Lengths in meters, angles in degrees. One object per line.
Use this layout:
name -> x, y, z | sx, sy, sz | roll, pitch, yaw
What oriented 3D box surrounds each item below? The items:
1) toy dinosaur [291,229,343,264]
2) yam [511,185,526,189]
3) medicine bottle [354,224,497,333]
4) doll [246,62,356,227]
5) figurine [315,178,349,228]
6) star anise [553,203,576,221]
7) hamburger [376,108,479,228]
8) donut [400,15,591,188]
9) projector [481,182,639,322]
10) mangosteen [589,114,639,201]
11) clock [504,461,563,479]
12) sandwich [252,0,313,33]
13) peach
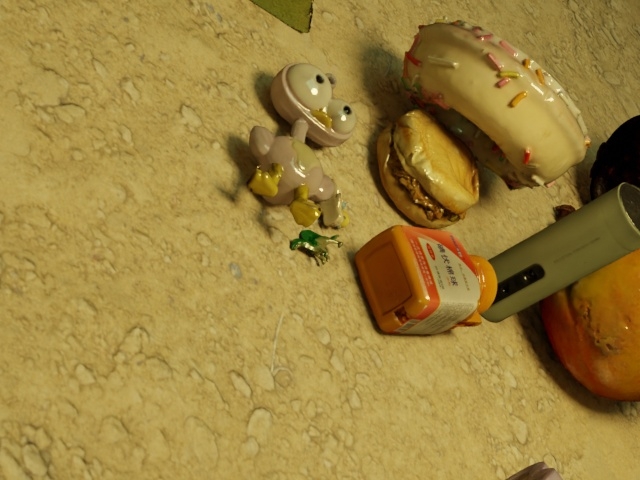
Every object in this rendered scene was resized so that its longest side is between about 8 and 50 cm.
toy dinosaur -> 0.000, 0.000, 1.751 | 0.060, 0.029, 0.119 | 39, 32, 8
yam -> 0.353, -0.219, 2.310 | 0.061, 0.061, 0.253 | -9, 67, -52
medicine bottle -> 0.175, 0.065, 1.817 | 0.222, 0.112, 0.149 | 6, 57, -46
doll -> -0.028, -0.160, 1.788 | 0.160, 0.094, 0.365 | 36, 40, -15
figurine -> 0.025, -0.052, 1.808 | 0.050, 0.047, 0.083 | 27, 46, -47
star anise -> 0.505, -0.029, 2.306 | 0.097, 0.070, 0.190 | 67, 24, 1
hamburger -> 0.188, -0.123, 1.995 | 0.213, 0.108, 0.214 | 29, 43, -32
donut -> 0.300, -0.236, 2.056 | 0.382, 0.142, 0.382 | 39, -5, 4
projector -> 0.396, 0.024, 1.915 | 0.108, 0.337, 0.108 | 27, 47, -32
mangosteen -> 0.732, -0.123, 2.456 | 0.313, 0.297, 0.297 | 19, 45, -14
clock -> 0.268, 0.386, 1.618 | 0.064, 0.172, 0.198 | 55, -2, 6
sandwich -> -0.109, -0.465, 1.939 | 0.212, 0.245, 0.063 | 5, 54, -4
peach -> 0.565, 0.121, 2.067 | 0.372, 0.290, 0.373 | 32, 42, -34
